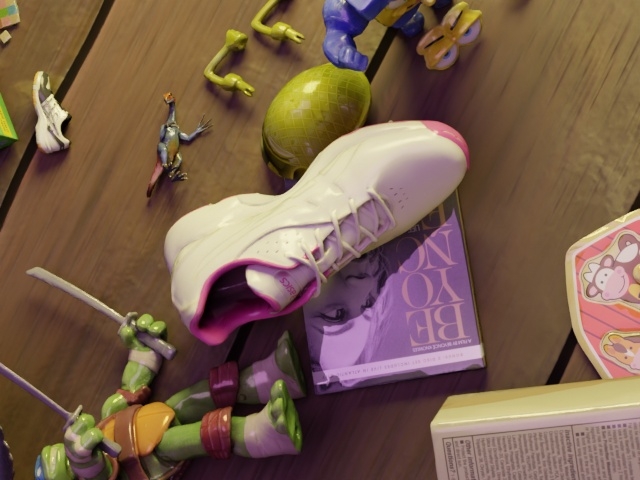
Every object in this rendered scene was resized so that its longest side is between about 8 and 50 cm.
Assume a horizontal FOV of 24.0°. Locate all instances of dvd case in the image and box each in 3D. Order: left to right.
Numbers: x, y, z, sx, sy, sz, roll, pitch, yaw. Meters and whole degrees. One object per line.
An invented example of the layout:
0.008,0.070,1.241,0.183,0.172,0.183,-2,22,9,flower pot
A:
0.059,0.024,1.421,0.164,0.018,0.221,-10,82,13,dvd case

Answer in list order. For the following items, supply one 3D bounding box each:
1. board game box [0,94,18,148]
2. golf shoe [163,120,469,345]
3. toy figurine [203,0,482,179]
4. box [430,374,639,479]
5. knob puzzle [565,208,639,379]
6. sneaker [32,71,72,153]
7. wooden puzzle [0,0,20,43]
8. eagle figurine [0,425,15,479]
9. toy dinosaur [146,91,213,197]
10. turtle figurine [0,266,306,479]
-0.464,-0.203,1.561,0.213,0.046,0.317,-26,79,13,board game box
0.000,0.000,1.351,0.306,0.115,0.140,-27,35,16,golf shoe
0.029,-0.239,1.353,0.362,0.217,0.191,-43,75,5,toy figurine
0.262,0.195,1.286,0.311,0.121,0.148,-6,95,13,box
0.308,0.053,1.349,0.213,0.030,0.213,-1,84,14,knob puzzle
-0.269,-0.130,1.518,0.037,0.032,0.083,-7,87,0,sneaker
-0.337,-0.241,1.556,0.049,0.006,0.083,-17,81,12,wooden puzzle
-0.383,0.216,1.404,0.226,0.225,0.298,-11,81,12,eagle figurine
-0.153,-0.101,1.479,0.090,0.047,0.082,-28,59,20,toy dinosaur
-0.160,0.131,1.375,0.266,0.198,0.274,-12,85,9,turtle figurine
